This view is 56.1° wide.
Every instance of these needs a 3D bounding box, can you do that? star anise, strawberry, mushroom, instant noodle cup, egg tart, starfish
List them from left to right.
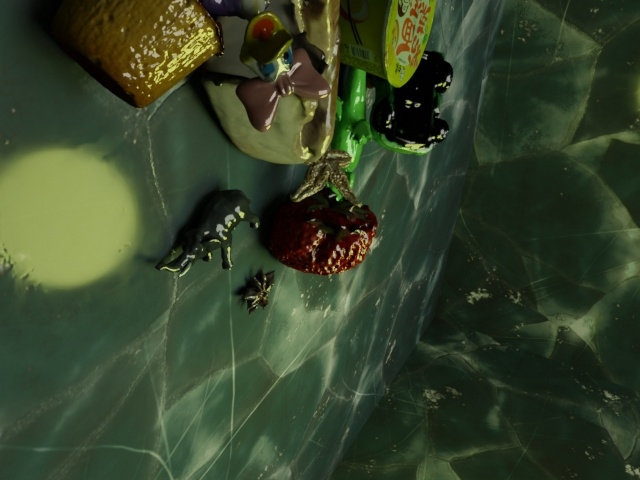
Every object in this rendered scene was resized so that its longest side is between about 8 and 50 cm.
[{"bbox_3d":[-0.247,-0.287,0.807,0.171,0.215,0.215,-52,155,-7],"label":"egg tart"},{"bbox_3d":[-0.162,0.133,1.510,0.129,0.056,0.124,-8,116,-66],"label":"star anise"},{"bbox_3d":[-0.075,-0.332,1.201,0.397,0.224,0.314,80,16,-71],"label":"mushroom"},{"bbox_3d":[-0.017,-0.196,1.424,0.231,0.295,0.048,-18,172,-32],"label":"starfish"},{"bbox_3d":[0.001,-0.001,1.528,0.261,0.261,0.258,-28,135,-59],"label":"strawberry"},{"bbox_3d":[0.115,-0.534,1.394,0.311,0.221,0.311,-50,151,-42],"label":"instant noodle cup"}]

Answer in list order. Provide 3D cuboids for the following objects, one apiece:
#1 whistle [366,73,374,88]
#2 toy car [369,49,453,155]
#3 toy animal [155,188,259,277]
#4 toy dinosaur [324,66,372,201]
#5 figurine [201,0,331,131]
[{"bbox_3d":[0.198,-0.531,1.809,0.220,0.057,0.107,-52,137,-29],"label":"whistle"},{"bbox_3d":[0.237,-0.416,1.682,0.176,0.213,0.359,171,-75,-68],"label":"toy car"},{"bbox_3d":[-0.226,0.001,1.230,0.269,0.082,0.137,-52,149,-30],"label":"toy animal"},{"bbox_3d":[0.094,-0.320,1.687,0.374,0.144,0.500,93,14,-67],"label":"toy dinosaur"},{"bbox_3d":[-0.131,-0.379,0.882,0.154,0.421,0.193,-30,-172,-9],"label":"figurine"}]
